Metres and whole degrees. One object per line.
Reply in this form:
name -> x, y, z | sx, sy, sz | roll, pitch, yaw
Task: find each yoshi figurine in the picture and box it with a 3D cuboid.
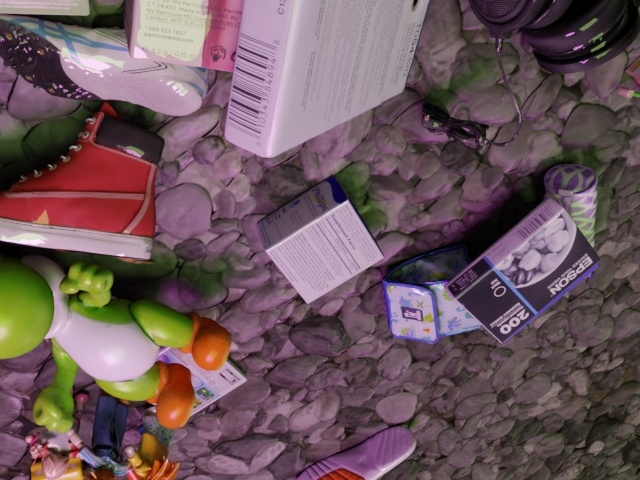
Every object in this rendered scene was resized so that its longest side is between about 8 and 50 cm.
yoshi figurine -> -0.299, 0.119, 0.805 | 0.362, 0.204, 0.203 | 28, 144, -24

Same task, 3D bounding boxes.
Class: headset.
headset -> 0.263, -0.300, 0.808 | 0.243, 0.185, 0.394 | 19, 101, -34

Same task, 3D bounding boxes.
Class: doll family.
doll family -> -0.304, 0.322, 0.993 | 0.118, 0.163, 0.263 | -33, 129, 24

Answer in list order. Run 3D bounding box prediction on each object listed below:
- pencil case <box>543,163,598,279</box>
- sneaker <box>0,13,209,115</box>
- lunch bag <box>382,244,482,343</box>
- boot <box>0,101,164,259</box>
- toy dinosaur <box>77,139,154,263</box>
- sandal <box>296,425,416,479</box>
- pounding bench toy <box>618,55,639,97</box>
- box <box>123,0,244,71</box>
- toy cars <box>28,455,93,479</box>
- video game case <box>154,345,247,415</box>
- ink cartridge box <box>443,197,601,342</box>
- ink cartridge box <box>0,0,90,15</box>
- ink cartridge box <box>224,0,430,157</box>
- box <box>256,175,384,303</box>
pencil case -> 0.400, -0.023, 1.054 | 0.088, 0.086, 0.206 | -47, 136, -35
sneaker -> -0.241, -0.202, 0.721 | 0.237, 0.086, 0.085 | 13, 146, -13
lunch bag -> 0.180, 0.093, 1.062 | 0.151, 0.096, 0.129 | -12, 126, 0
boot -> -0.307, -0.077, 0.745 | 0.244, 0.088, 0.176 | 6, 85, -6
toy dinosaur -> -0.287, -0.024, 0.830 | 0.112, 0.064, 0.212 | -13, 128, -12
sandal -> 0.078, 0.465, 1.284 | 0.265, 0.102, 0.076 | -26, 126, -2
pounding bench toy -> 0.487, -0.230, 0.960 | 0.065, 0.052, 0.083 | 33, 109, -35
box -> -0.117, -0.303, 0.635 | 0.126, 0.149, 0.232 | 3, 124, -21
toy cars -> -0.501, 0.530, 1.136 | 0.176, 0.087, 0.394 | 31, 110, -34
video game case -> -0.220, 0.221, 1.057 | 0.143, 0.019, 0.157 | -33, 129, 6
ink cartridge box -> 0.327, 0.064, 1.010 | 0.206, 0.045, 0.208 | -43, 128, 11
ink cartridge box -> -0.308, -0.328, 0.590 | 0.171, 0.056, 0.235 | -4, 137, -16
ink cartridge box -> 0.038, -0.282, 0.678 | 0.330, 0.071, 0.324 | -39, 148, -53
box -> 0.000, 0.000, 0.942 | 0.137, 0.072, 0.126 | -31, 128, 5
